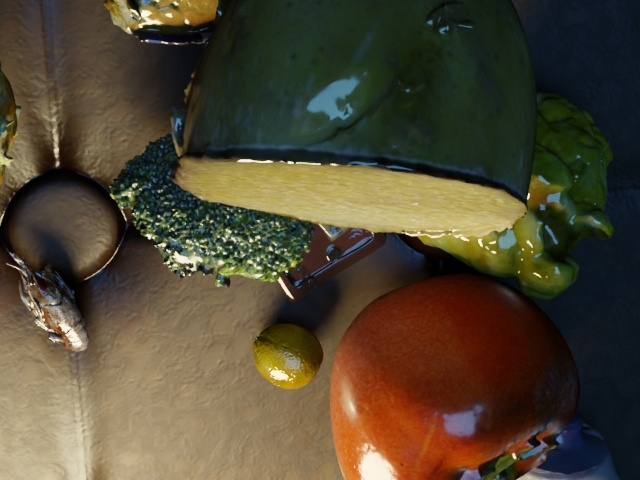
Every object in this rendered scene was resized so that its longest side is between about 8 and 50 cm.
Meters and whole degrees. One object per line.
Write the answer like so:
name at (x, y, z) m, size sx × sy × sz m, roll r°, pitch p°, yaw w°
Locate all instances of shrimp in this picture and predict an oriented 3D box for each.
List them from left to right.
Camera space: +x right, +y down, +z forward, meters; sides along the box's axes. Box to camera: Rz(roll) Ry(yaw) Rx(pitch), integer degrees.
shrimp at (-0.347, 0.077, 1.827) m, size 0.056 × 0.065 × 0.165 m, roll -41°, pitch 110°, yaw -28°

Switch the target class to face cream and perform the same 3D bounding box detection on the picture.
face cream at (0.324, 0.422, 2.051) m, size 0.234 × 0.137 × 0.420 m, roll -4°, pitch 119°, yaw -10°

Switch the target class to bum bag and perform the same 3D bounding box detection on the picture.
bum bag at (0.000, 0.000, 1.881) m, size 0.159 × 0.026 × 0.109 m, roll -32°, pitch 112°, yaw -3°

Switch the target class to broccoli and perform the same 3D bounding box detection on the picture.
broccoli at (-0.133, -0.042, 1.762) m, size 0.226 × 0.198 × 0.176 m, roll -9°, pitch 156°, yaw 18°

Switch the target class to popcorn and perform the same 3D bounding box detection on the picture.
popcorn at (0.255, -0.072, 1.792) m, size 0.241 × 0.235 × 0.250 m, roll 27°, pitch 88°, yaw -1°

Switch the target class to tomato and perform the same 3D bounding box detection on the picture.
tomato at (0.161, 0.204, 1.850) m, size 0.341 × 0.273 × 0.341 m, roll -28°, pitch 152°, yaw -16°

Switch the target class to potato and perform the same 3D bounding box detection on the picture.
potato at (0.047, -0.184, 1.552) m, size 0.385 × 0.442 × 0.319 m, roll 7°, pitch 80°, yaw 7°

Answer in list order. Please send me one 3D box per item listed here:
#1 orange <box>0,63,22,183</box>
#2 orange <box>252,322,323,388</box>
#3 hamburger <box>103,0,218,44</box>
orange at (-0.510, -0.134, 1.620) m, size 0.329 × 0.249 × 0.329 m, roll -4°, pitch 106°, yaw -15°
orange at (-0.045, 0.152, 1.895) m, size 0.095 × 0.085 × 0.085 m, roll 28°, pitch 103°, yaw -10°
hamburger at (-0.145, -0.388, 1.621) m, size 0.276 × 0.195 × 0.318 m, roll -10°, pitch 114°, yaw -9°
